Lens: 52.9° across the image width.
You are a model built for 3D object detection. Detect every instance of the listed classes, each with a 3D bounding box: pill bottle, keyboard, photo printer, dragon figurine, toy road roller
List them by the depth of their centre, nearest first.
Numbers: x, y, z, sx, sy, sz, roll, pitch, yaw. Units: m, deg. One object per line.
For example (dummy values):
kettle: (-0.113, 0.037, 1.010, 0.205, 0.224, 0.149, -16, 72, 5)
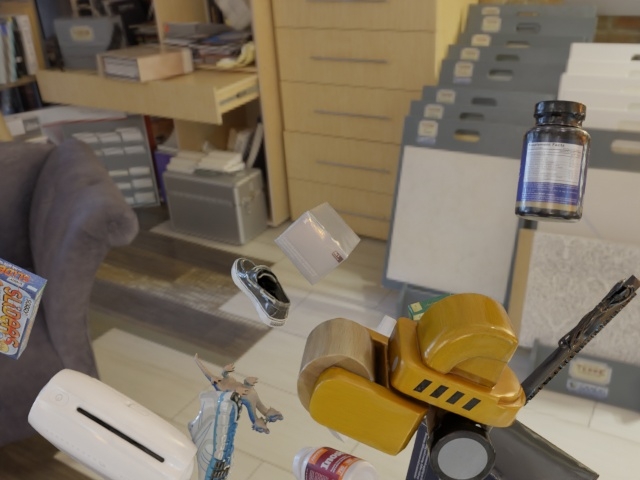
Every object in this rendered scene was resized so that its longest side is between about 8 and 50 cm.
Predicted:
toy road roller: (0.150, 0.182, 0.975, 0.330, 0.240, 0.202, 22, 18, -3)
photo printer: (-0.319, 0.317, 1.011, 0.256, 0.307, 0.107, 32, 63, 0)
keyboard: (0.441, 0.169, 1.094, 0.317, 0.201, 0.033, -39, 62, -16)
pill bottle: (0.022, 0.414, 1.136, 0.086, 0.086, 0.152, -28, 18, -38)
pill bottle: (0.442, -0.147, 1.216, 0.123, 0.219, 0.123, 7, 0, 0)
dragon figurine: (-0.235, 0.412, 1.713, 0.289, 0.144, 0.085, 19, 38, 21)

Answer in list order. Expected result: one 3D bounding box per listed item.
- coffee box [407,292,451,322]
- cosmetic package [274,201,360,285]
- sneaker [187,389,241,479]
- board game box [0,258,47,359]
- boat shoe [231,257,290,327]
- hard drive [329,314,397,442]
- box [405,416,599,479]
coffee box: (0.280, 0.218, 1.600, 0.113, 0.184, 0.040, -15, 42, -5)
cosmetic package: (0.000, 0.000, 1.369, 0.107, 0.127, 0.238, -41, -2, 15)
sneaker: (-0.193, 0.348, 1.107, 0.083, 0.190, 0.071, 8, -6, 21)
board game box: (-0.524, 0.101, 1.025, 0.136, 0.201, 0.035, 27, 41, -10)
boat shoe: (-0.122, 0.093, 1.381, 0.078, 0.070, 0.219, 0, 33, -36)
hard drive: (0.115, 0.362, 1.668, 0.040, 0.203, 0.307, 26, 70, 25)
box: (0.349, 0.550, 1.339, 0.179, 0.343, 0.313, -19, 39, -39)
